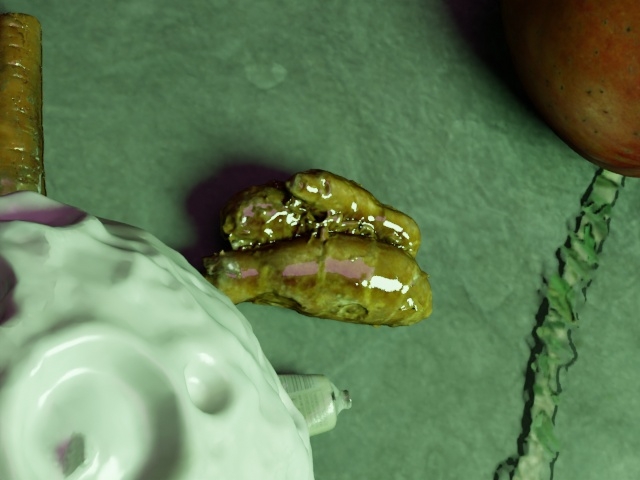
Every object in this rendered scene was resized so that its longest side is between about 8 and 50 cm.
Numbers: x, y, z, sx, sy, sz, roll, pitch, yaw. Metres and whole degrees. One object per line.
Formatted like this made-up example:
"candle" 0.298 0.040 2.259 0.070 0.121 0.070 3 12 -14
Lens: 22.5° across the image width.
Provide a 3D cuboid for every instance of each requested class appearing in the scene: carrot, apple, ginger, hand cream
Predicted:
"carrot" -0.199 -0.071 1.023 0.055 0.055 0.161 8 67 -19
"apple" 0.237 -0.157 1.138 0.234 0.234 0.234 7 69 -20
"ginger" 0.000 0.000 1.064 0.162 0.073 0.103 7 68 -19
"hand cream" -0.059 0.113 1.029 0.165 0.037 0.057 -7 75 -16

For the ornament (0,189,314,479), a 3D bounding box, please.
"ornament" -0.165 0.138 0.815 0.337 0.337 0.337 7 69 -20
